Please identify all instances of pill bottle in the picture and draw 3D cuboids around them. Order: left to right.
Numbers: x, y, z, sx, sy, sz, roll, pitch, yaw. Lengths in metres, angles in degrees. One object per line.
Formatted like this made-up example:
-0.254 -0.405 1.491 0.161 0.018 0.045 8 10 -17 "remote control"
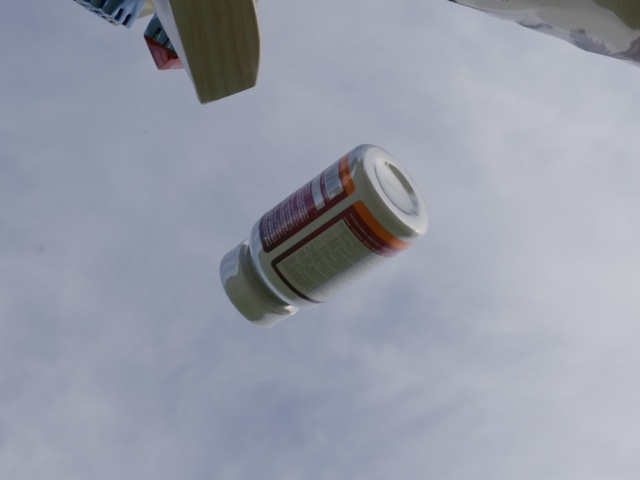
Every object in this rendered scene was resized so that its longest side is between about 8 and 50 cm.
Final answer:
0.000 0.000 1.219 0.221 0.121 0.121 -35 -79 27 "pill bottle"

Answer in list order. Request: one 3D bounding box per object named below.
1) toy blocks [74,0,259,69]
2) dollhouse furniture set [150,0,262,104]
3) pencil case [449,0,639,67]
-0.192 -0.347 1.226 0.381 0.191 0.261 32 -88 20 "toy blocks"
0.001 -0.290 0.796 0.303 0.198 0.286 -22 -45 -8 "dollhouse furniture set"
0.203 -0.162 0.574 0.410 0.183 0.160 19 -54 -6 "pencil case"
